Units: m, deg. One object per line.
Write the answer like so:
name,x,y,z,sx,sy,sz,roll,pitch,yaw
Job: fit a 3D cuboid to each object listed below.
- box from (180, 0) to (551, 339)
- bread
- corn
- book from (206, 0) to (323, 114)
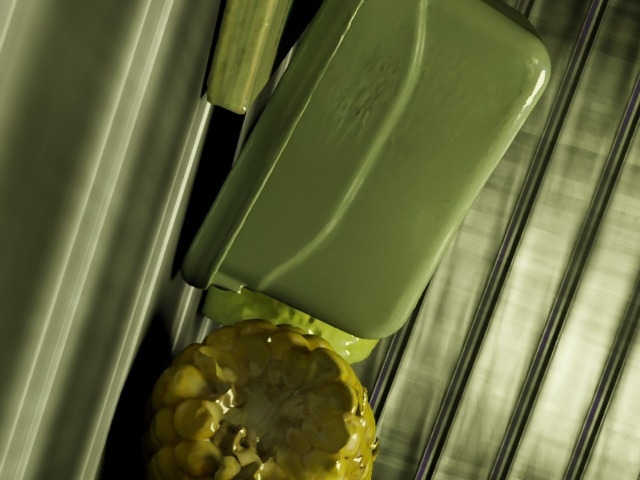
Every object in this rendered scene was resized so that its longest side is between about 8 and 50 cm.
box,0.024,-0.044,0.547,0.172,0.093,0.124,-60,-177,17
bread,0.000,0.000,0.696,0.129,0.111,0.114,-30,145,-82
corn,-0.032,0.111,0.617,0.318,0.115,0.115,95,11,-68
book,0.016,-0.190,0.526,0.282,0.025,0.214,-69,177,-61
